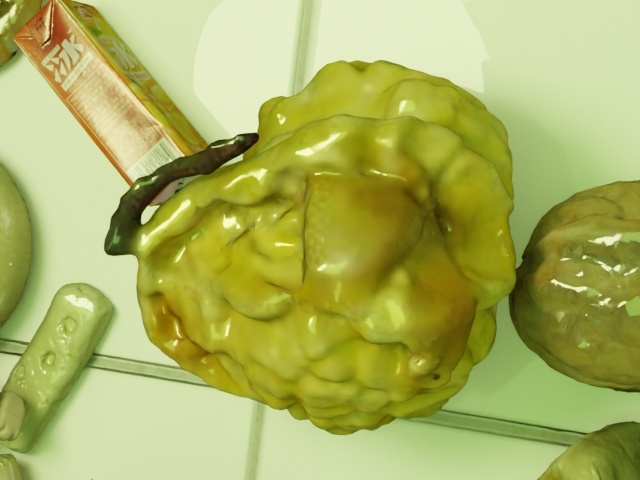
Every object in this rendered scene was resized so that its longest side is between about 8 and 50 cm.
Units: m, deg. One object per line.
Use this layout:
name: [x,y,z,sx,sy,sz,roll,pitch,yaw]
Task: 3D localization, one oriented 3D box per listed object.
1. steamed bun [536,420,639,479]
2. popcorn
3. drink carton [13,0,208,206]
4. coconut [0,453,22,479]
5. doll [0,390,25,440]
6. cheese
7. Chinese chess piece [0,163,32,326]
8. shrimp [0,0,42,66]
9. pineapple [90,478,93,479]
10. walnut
steamed bun: [0.250,0.261,1.606,0.155,0.172,0.141,-38,69,32]
popcorn: [0.000,0.000,1.570,0.381,0.349,0.349,8,94,-20]
drink carton: [-0.204,-0.140,1.764,0.071,0.096,0.223,-43,80,13]
coconut: [-0.353,0.290,1.805,0.116,0.116,0.122,-20,80,16]
doll: [-0.440,0.181,1.797,0.278,0.154,0.119,-15,53,33]
cheese: [-0.283,0.133,1.820,0.065,0.043,0.194,32,98,7]
Chinese chess piece: [-0.423,0.006,1.831,0.249,0.103,0.250,1,93,17]
shrimp: [-0.345,-0.303,1.824,0.152,0.063,0.287,25,100,14]
pineapple: [-0.179,0.396,1.675,0.262,0.272,0.263,-14,57,22]
walnut: [0.291,0.041,1.566,0.245,0.198,0.198,8,93,26]
